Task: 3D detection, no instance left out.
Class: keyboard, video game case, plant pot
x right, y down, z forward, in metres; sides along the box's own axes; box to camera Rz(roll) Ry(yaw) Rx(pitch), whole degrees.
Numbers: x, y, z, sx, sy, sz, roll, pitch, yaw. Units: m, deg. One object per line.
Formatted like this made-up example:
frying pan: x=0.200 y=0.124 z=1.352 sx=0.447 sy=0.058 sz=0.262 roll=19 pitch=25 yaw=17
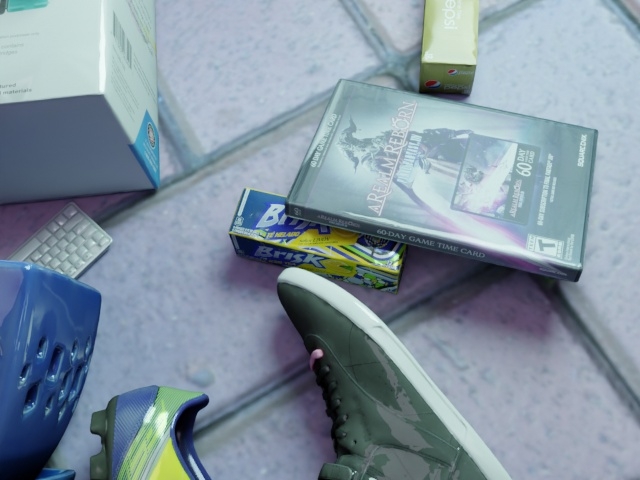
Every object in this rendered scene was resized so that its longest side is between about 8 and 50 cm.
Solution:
keyboard: x=-0.324 y=0.068 z=0.868 sx=0.072 sy=0.014 sz=0.256 roll=41 pitch=77 yaw=17
video game case: x=0.124 y=-0.068 z=0.846 sx=0.274 sy=0.026 sz=0.196 roll=14 pitch=50 yaw=9
plant pot: x=-0.327 y=0.130 z=0.724 sx=0.236 sy=0.236 sz=0.212 roll=1 pitch=80 yaw=0

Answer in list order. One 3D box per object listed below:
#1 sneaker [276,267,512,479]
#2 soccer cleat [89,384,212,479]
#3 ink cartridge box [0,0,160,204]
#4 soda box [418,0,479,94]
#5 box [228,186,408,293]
sneaker: x=0.024 y=0.162 z=0.754 sx=0.147 sy=0.104 sz=0.295 roll=-38 pitch=75 yaw=-15
soccer cleat: x=-0.126 y=0.264 z=0.736 sx=0.121 sy=0.093 sz=0.289 roll=-8 pitch=69 yaw=-6
ink cartridge box: x=-0.281 y=-0.202 z=0.872 sx=0.197 sy=0.198 sz=0.269 roll=-6 pitch=68 yaw=2
soda box: x=0.140 y=-0.250 z=0.930 sx=0.058 sy=0.061 sz=0.181 roll=3 pitch=69 yaw=5
box: x=0.000 y=0.000 z=0.844 sx=0.169 sy=0.059 sz=0.054 roll=13 pitch=67 yaw=9
